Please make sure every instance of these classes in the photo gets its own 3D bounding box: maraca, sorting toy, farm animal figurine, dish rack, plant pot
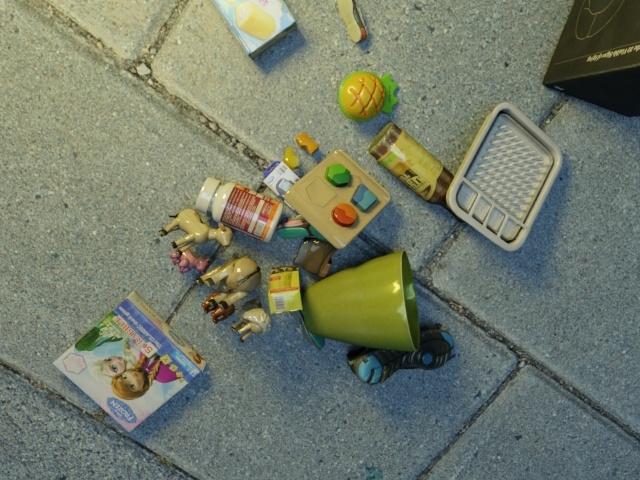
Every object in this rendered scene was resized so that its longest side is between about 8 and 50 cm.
[{"bbox_3d":[0.129,-0.387,1.248,0.186,0.099,0.127,-13,113,-24],"label":"maraca"},{"bbox_3d":[0.017,-0.151,1.247,0.307,0.041,0.229,43,64,5],"label":"sorting toy"},{"bbox_3d":[-0.258,0.073,1.259,0.172,0.327,0.330,-35,120,-25],"label":"farm animal figurine"},{"bbox_3d":[0.490,-0.167,1.266,0.285,0.072,0.333,31,85,-20],"label":"dish rack"},{"bbox_3d":[0.109,0.183,1.312,0.293,0.275,0.275,-8,104,16],"label":"plant pot"}]

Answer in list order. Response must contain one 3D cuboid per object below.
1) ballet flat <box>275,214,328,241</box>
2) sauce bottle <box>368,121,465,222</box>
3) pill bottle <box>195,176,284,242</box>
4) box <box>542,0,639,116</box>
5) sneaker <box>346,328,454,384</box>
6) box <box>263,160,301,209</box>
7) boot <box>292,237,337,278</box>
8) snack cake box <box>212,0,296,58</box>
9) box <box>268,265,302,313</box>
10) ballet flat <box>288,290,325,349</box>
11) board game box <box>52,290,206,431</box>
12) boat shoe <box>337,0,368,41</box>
[{"bbox_3d":[-0.020,-0.042,1.300,0.221,0.079,0.077,2,145,28],"label":"ballet flat"},{"bbox_3d":[0.291,-0.177,1.290,0.344,0.111,0.111,37,100,-10],"label":"sauce bottle"},{"bbox_3d":[-0.222,-0.088,1.293,0.221,0.121,0.121,23,102,-7],"label":"pill bottle"},{"bbox_3d":[0.815,-0.549,1.027,0.297,0.480,0.471,18,102,-6],"label":"box"},{"bbox_3d":[0.241,0.331,1.412,0.341,0.139,0.125,-7,94,-19],"label":"sneaker"},{"bbox_3d":[-0.098,-0.162,1.328,0.136,0.028,0.081,43,99,-12],"label":"box"},{"bbox_3d":[0.000,0.000,1.340,0.106,0.082,0.219,19,104,-8],"label":"boot"},{"bbox_3d":[-0.194,-0.622,1.185,0.152,0.089,0.264,-33,102,7],"label":"snack cake box"},{"bbox_3d":[-0.097,0.130,1.290,0.087,0.232,0.058,-7,104,-1],"label":"box"},{"bbox_3d":[-0.054,0.236,1.411,0.068,0.072,0.213,-17,104,31],"label":"ballet flat"},{"bbox_3d":[-0.575,0.372,1.421,0.318,0.066,0.318,-41,101,8],"label":"board game box"},{"bbox_3d":[0.086,-0.590,1.225,0.043,0.049,0.137,-31,103,-38],"label":"boat shoe"}]
